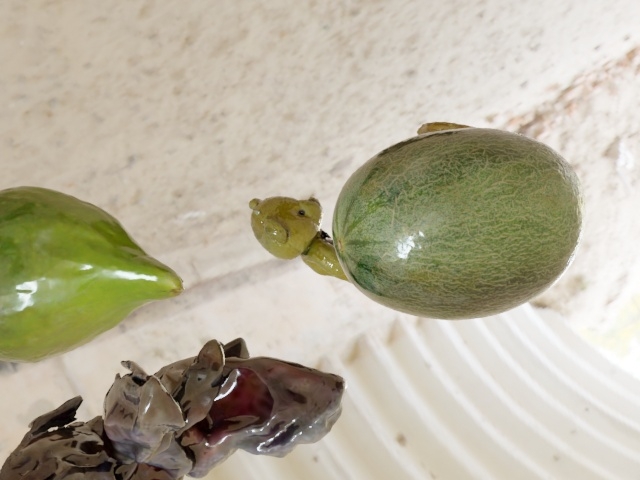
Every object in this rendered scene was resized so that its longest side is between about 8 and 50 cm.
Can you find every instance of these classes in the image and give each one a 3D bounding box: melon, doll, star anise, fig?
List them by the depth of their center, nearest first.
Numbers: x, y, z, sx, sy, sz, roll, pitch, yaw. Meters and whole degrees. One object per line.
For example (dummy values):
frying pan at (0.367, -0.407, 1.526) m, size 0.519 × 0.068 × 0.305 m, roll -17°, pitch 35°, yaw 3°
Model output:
melon at (0.087, -0.010, 0.564) m, size 0.167 × 0.114 × 0.114 m, roll -7°, pitch 162°, yaw -29°
star anise at (-0.108, 0.137, 0.605) m, size 0.212 × 0.129 × 0.283 m, roll -42°, pitch -178°, yaw -25°
fig at (-0.269, 0.035, 1.033) m, size 0.275 × 0.206 × 0.206 m, roll -2°, pitch -172°, yaw 28°
doll at (0.000, 0.000, 1.328) m, size 0.097 × 0.209 × 0.137 m, roll -60°, pitch -157°, yaw 4°

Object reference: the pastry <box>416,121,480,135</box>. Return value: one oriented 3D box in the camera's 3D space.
pastry at (0.156, -0.096, 1.057) m, size 0.109 × 0.057 × 0.097 m, roll 12°, pitch 179°, yaw 15°
